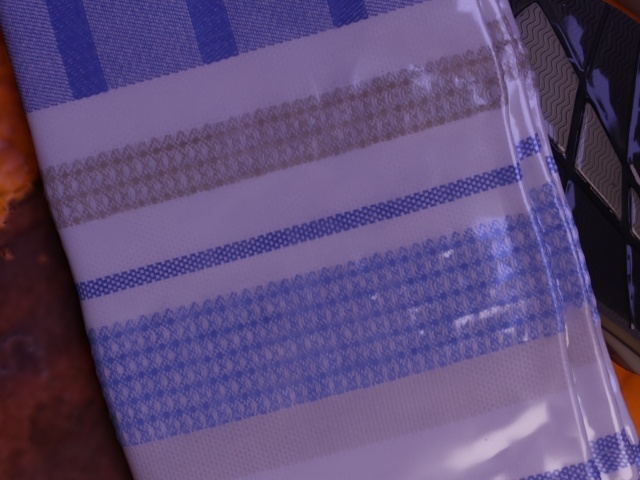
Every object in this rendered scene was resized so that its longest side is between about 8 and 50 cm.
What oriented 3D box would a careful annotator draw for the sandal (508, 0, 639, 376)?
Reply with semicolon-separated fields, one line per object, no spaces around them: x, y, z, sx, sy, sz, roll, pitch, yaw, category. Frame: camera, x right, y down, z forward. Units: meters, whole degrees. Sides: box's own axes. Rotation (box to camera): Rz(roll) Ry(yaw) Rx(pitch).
0.152;0.010;0.750;0.303;0.086;0.120;48;67;-29;sandal

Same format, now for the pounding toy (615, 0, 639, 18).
0.204;-0.186;0.785;0.130;0.100;0.141;32;71;-18;pounding toy

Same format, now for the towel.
0.000;0.000;0.648;0.209;0.034;0.285;-16;95;4;towel
